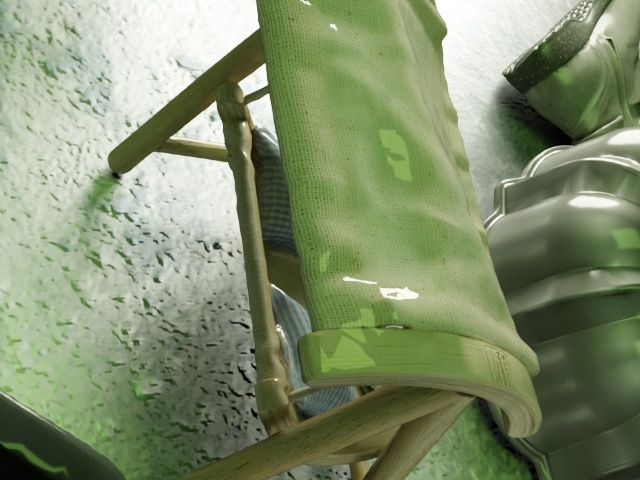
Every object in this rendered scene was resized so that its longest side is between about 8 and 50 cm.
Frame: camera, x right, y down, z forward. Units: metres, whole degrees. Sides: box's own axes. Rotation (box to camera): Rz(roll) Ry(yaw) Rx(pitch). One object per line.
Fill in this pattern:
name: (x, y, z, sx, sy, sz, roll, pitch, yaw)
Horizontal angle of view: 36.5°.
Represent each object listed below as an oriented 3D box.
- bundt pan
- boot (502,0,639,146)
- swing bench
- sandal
bundt pan: (0.277, 0.054, 0.712, 0.331, 0.124, 0.331, 10, 66, -23)
boot: (0.282, -0.150, 0.907, 0.161, 0.083, 0.246, 50, 56, -3)
swing bench: (0.000, 0.000, 0.532, 0.165, 0.255, 0.253, 6, 60, -26)
sandal: (-0.212, 0.081, 0.467, 0.254, 0.097, 0.054, 33, 52, -9)
